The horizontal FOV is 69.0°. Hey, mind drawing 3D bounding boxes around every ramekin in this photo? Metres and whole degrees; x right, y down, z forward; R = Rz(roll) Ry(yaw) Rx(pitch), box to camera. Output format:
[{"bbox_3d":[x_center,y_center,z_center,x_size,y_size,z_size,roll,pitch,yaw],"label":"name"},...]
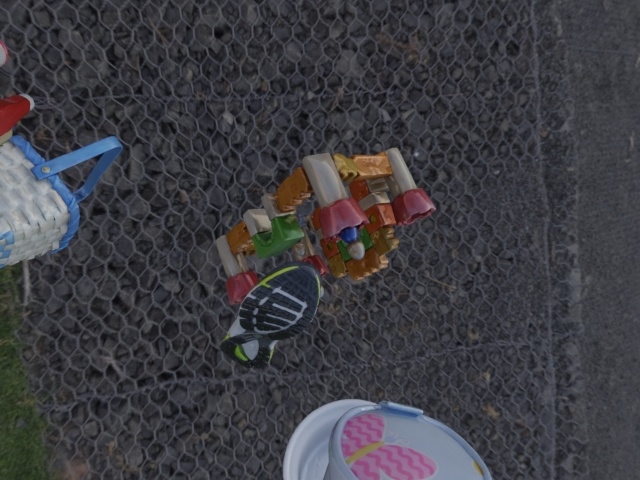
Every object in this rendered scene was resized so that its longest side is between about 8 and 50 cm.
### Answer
[{"bbox_3d":[0.066,0.487,0.958,0.277,0.277,0.135,-13,137,-10],"label":"ramekin"}]

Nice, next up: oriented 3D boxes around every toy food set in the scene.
[{"bbox_3d":[-0.461,-0.199,0.619,0.111,0.104,0.232,17,123,-9],"label":"toy food set"}]

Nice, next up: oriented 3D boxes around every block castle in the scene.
[{"bbox_3d":[0.000,0.000,1.025,0.303,0.453,0.213,-12,74,-43],"label":"block castle"}]

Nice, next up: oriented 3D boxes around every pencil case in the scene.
[{"bbox_3d":[0.032,0.259,0.338,0.113,0.124,0.273,16,105,10],"label":"pencil case"}]

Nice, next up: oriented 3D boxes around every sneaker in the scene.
[{"bbox_3d":[-0.086,0.109,0.796,0.111,0.300,0.121,29,47,-13],"label":"sneaker"}]

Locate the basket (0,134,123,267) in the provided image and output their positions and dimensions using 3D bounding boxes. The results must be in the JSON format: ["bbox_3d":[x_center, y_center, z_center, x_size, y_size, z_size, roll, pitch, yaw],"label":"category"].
[{"bbox_3d":[-0.531,-0.087,0.880,0.201,0.255,0.289,55,41,-3],"label":"basket"}]
